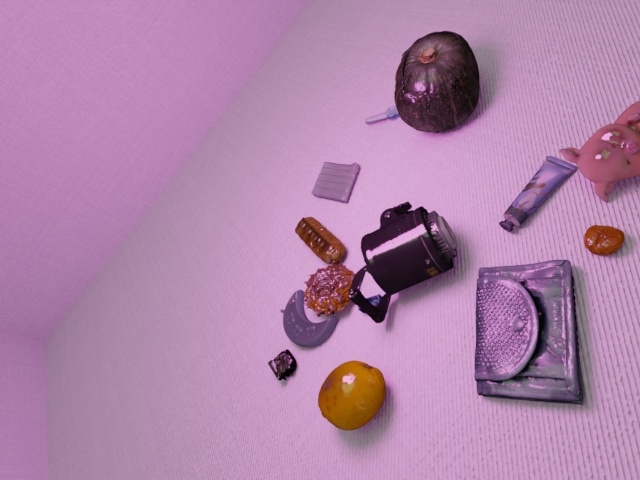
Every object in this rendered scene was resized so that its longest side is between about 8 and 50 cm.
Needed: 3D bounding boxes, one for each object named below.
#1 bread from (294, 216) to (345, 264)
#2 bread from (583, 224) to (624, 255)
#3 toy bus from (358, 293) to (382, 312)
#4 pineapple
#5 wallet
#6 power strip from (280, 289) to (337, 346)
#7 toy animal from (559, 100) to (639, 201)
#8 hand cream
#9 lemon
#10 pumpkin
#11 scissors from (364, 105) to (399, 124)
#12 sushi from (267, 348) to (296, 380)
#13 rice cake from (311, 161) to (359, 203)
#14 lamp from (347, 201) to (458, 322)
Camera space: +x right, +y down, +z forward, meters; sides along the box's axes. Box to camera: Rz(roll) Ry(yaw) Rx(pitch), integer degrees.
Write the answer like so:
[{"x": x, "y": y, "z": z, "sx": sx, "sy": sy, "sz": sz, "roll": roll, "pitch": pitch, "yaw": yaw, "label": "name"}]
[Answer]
[{"x": 0.001, "y": 0.000, "z": 1.576, "sx": 0.269, "sy": 0.098, "sz": 0.087, "roll": 43, "pitch": 137, "yaw": 46, "label": "bread"}, {"x": 0.688, "y": -0.001, "z": 1.010, "sx": 0.081, "sy": 0.046, "sz": 0.083, "roll": -42, "pitch": 43, "yaw": 9, "label": "bread"}, {"x": 0.164, "y": 0.206, "z": 1.340, "sx": 0.083, "sy": 0.038, "sz": 0.046, "roll": -22, "pitch": 49, "yaw": 29, "label": "toy bus"}, {"x": 0.029, "y": 0.158, "z": 1.425, "sx": 0.224, "sy": 0.076, "sz": 0.225, "roll": -15, "pitch": 42, "yaw": 14, "label": "pineapple"}, {"x": 0.498, "y": 0.213, "z": 1.025, "sx": 0.237, "sy": 0.075, "sz": 0.343, "roll": -11, "pitch": 58, "yaw": 40, "label": "wallet"}, {"x": -0.061, "y": 0.283, "z": 1.476, "sx": 0.253, "sy": 0.054, "sz": 0.168, "roll": 28, "pitch": 84, "yaw": 46, "label": "power strip"}, {"x": 0.755, "y": -0.241, "z": 1.023, "sx": 0.250, "sy": 0.154, "sz": 0.167, "roll": -38, "pitch": 67, "yaw": 9, "label": "toy animal"}, {"x": 0.602, "y": -0.131, "z": 1.169, "sx": 0.256, "sy": 0.055, "sz": 0.088, "roll": -47, "pitch": 47, "yaw": -2, "label": "hand cream"}, {"x": 0.088, "y": 0.437, "z": 1.172, "sx": 0.207, "sy": 0.170, "sz": 0.170, "roll": -54, "pitch": 43, "yaw": 9, "label": "lemon"}, {"x": 0.399, "y": -0.552, "z": 1.443, "sx": 0.291, "sy": 0.257, "sz": 0.328, "roll": -13, "pitch": 61, "yaw": 20, "label": "pumpkin"}, {"x": 0.297, "y": -0.517, "z": 1.680, "sx": 0.255, "sy": 0.030, "sz": 0.125, "roll": -10, "pitch": 59, "yaw": 33, "label": "scissors"}, {"x": -0.123, "y": 0.436, "z": 1.437, "sx": 0.083, "sy": 0.056, "sz": 0.085, "roll": -43, "pitch": 43, "yaw": 1, "label": "sushi"}, {"x": 0.062, "y": -0.244, "z": 1.709, "sx": 0.198, "sy": 0.037, "sz": 0.190, "roll": 7, "pitch": 70, "yaw": 43, "label": "rice cake"}, {"x": 0.265, "y": 0.037, "z": 1.233, "sx": 0.272, "sy": 0.205, "sz": 0.374, "roll": -14, "pitch": 45, "yaw": 39, "label": "lamp"}]
